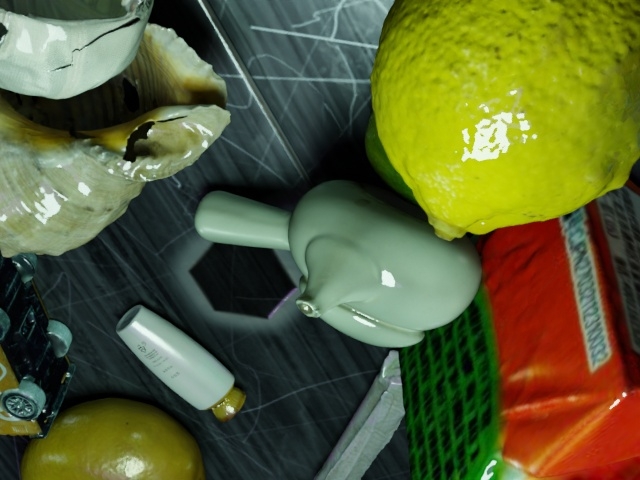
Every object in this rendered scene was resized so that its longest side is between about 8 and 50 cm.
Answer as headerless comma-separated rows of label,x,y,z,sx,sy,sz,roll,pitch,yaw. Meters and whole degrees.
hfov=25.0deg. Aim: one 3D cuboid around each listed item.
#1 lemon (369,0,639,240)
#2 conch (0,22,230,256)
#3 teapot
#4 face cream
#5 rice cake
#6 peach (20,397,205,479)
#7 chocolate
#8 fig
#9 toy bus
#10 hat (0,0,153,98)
lemon,0.177,-0.152,1.292,0.268,0.322,0.268,23,169,5
conch,-0.253,-0.129,1.477,0.324,0.186,0.263,-17,109,2
teapot,0.027,0.008,1.528,0.220,0.318,0.149,20,99,-32
face cream,-0.169,0.150,1.762,0.072,0.051,0.182,-34,114,31
rice cake,0.057,0.235,1.787,0.055,0.049,0.270,7,133,-23
peach,-0.266,0.312,1.852,0.251,0.153,0.251,2,124,3
chocolate,0.232,0.136,1.483,0.161,0.360,0.341,21,131,-23
fig,0.104,-0.082,1.453,0.123,0.156,0.123,4,134,4
toy bus,-0.413,0.099,1.717,0.167,0.138,0.275,-2,130,15
hat,-0.226,-0.255,1.330,0.232,0.275,0.161,30,165,14
